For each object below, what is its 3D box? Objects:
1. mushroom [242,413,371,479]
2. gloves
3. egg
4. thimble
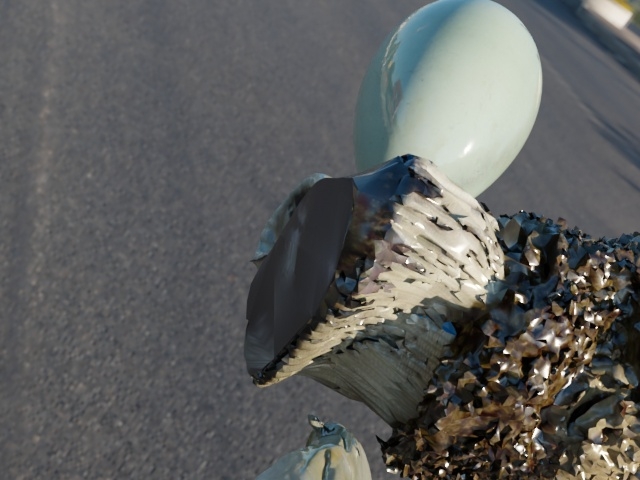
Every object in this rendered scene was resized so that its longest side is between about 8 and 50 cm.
[{"bbox_3d":[-0.020,0.230,0.587,0.096,0.099,0.278,20,64,-22],"label":"mushroom"},{"bbox_3d":[0.120,0.067,0.554,0.312,0.210,0.135,33,30,-7],"label":"gloves"},{"bbox_3d":[0.129,-0.137,1.128,0.182,0.183,0.264,33,64,-8],"label":"egg"},{"bbox_3d":[0.000,0.000,0.994,0.090,0.115,0.102,32,27,-18],"label":"thimble"}]
